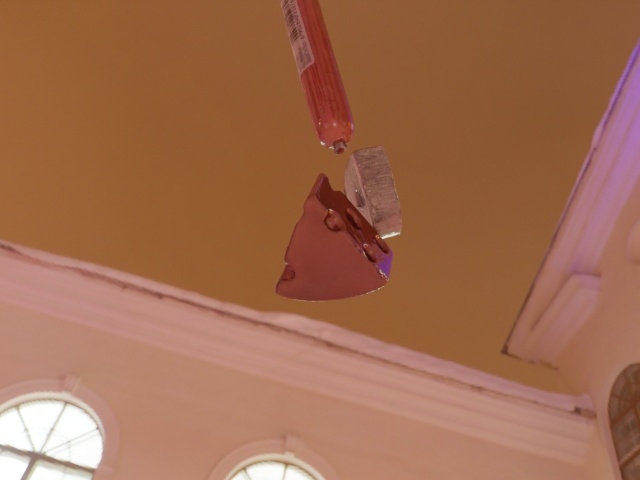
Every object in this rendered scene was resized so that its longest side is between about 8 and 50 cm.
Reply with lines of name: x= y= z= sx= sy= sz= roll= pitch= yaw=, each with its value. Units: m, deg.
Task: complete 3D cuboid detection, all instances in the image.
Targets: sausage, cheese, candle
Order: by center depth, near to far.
sausage: x=-0.010 y=-0.156 z=0.461 sx=0.029 sy=0.223 sz=0.029 roll=-11 pitch=-24 yaw=-5
cheese: x=-0.005 y=0.024 z=1.077 sx=0.177 sy=0.128 sz=0.203 roll=-37 pitch=-74 yaw=24
candle: x=0.093 y=-0.097 z=1.186 sx=0.068 sy=0.192 sz=0.169 roll=-13 pitch=-57 yaw=-9
